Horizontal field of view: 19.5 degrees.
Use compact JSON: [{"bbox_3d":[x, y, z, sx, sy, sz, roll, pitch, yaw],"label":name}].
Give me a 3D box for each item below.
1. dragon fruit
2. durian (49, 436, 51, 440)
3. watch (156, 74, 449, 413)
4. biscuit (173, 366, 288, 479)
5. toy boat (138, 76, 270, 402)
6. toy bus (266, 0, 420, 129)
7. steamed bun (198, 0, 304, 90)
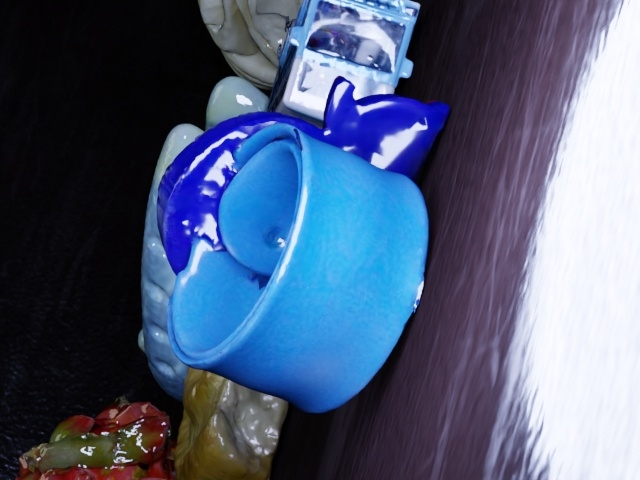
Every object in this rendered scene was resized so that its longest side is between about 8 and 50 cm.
[{"bbox_3d":[-0.219,0.303,1.805,0.302,0.231,0.237,-57,-1,-6],"label":"dragon fruit"},{"bbox_3d":[-0.229,0.289,2.128,0.305,0.196,0.185,116,177,-64],"label":"durian"},{"bbox_3d":[-0.009,0.004,1.197,0.200,0.171,0.196,-117,45,-61],"label":"watch"},{"bbox_3d":[-0.070,0.117,1.653,0.213,0.091,0.274,120,165,-53],"label":"biscuit"},{"bbox_3d":[-0.123,0.009,1.835,0.215,0.123,0.330,-59,-27,-55],"label":"toy boat"},{"bbox_3d":[0.009,-0.139,1.659,0.297,0.106,0.131,134,152,-80],"label":"toy bus"},{"bbox_3d":[-0.043,-0.321,2.186,0.289,0.203,0.276,139,149,-80],"label":"steamed bun"}]
